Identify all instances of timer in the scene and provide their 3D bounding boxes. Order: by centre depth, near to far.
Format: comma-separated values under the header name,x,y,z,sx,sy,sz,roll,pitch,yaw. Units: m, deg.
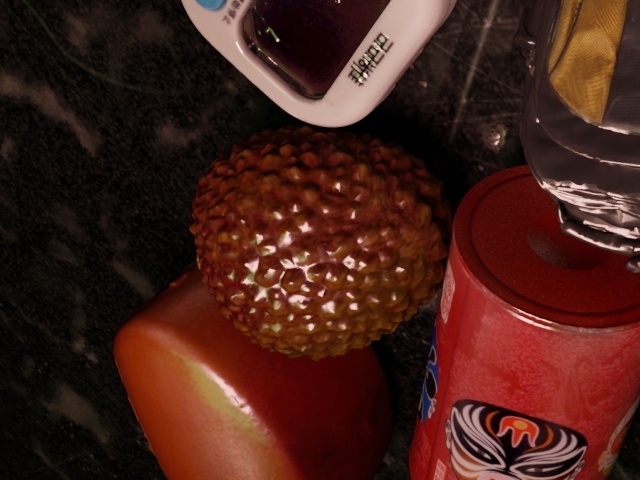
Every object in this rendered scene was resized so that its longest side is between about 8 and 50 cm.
name,x,y,z,sx,sy,sz,roll,pitch,yaw
timer,-0.006,-0.236,1.021,0.237,0.087,0.262,41,141,1

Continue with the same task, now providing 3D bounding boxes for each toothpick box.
name,x,y,z,sx,sy,sz,roll,pitch,yaw
toothpick box,0.199,0.118,1.085,0.204,0.204,0.333,25,137,19

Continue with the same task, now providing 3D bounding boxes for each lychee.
name,x,y,z,sx,sy,sz,roll,pitch,yaw
lychee,0.000,0.000,1.123,0.271,0.236,0.236,-5,122,31

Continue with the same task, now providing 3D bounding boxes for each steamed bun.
name,x,y,z,sx,sy,sz,roll,pitch,yaw
steamed bun,-0.060,0.196,1.333,0.248,0.235,0.379,11,131,35

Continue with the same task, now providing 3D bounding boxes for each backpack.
name,x,y,z,sx,sy,sz,roll,pitch,yaw
backpack,0.238,-0.118,0.843,0.206,0.258,0.133,12,176,26

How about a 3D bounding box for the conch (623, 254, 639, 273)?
name,x,y,z,sx,sy,sz,roll,pitch,yaw
conch,0.386,0.072,0.883,0.313,0.186,0.241,9,136,-21
